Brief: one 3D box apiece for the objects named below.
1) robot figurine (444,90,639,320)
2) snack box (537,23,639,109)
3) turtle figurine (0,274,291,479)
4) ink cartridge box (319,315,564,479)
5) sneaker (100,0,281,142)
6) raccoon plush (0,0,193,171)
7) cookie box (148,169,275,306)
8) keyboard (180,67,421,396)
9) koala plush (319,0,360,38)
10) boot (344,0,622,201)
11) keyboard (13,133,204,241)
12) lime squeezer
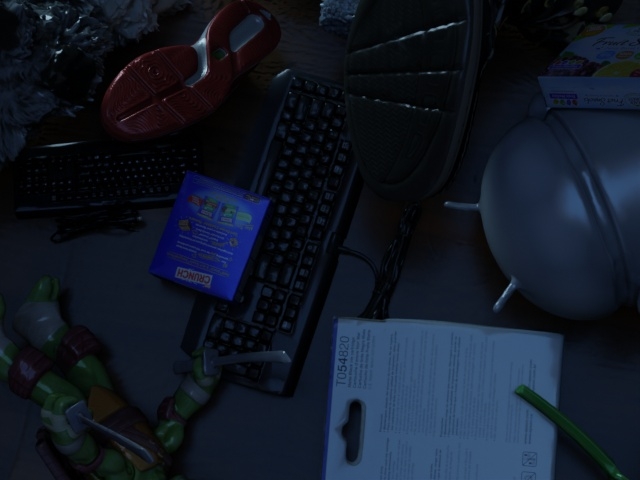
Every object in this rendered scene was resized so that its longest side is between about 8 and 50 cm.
[{"bbox_3d":[0.299,-0.051,1.523,0.353,0.200,0.300,-22,47,-2],"label":"robot figurine"},{"bbox_3d":[0.280,-0.156,1.466,0.141,0.037,0.100,6,36,40],"label":"snack box"},{"bbox_3d":[-0.186,0.121,1.512,0.266,0.275,0.198,39,60,16],"label":"turtle figurine"},{"bbox_3d":[0.113,0.188,1.560,0.224,0.045,0.223,5,82,0],"label":"ink cartridge box"},{"bbox_3d":[-0.133,-0.134,1.585,0.221,0.128,0.087,-35,80,-34],"label":"sneaker"},{"bbox_3d":[-0.335,-0.175,1.628,0.446,0.299,0.216,-34,95,28],"label":"raccoon plush"},{"bbox_3d":[-0.105,-0.002,1.595,0.092,0.040,0.107,20,82,11],"label":"cookie box"},{"bbox_3d":[0.000,0.000,1.615,0.201,0.033,0.317,17,82,6],"label":"keyboard"},{"bbox_3d":[-0.004,-0.314,1.593,0.221,0.196,0.203,6,120,28],"label":"koala plush"},{"bbox_3d":[0.162,-0.213,1.518,0.138,0.284,0.377,0,86,40],"label":"boot"},{"bbox_3d":[-0.211,-0.055,1.632,0.192,0.038,0.100,-6,80,3],"label":"keyboard"},{"bbox_3d":[0.276,0.268,1.533,0.110,0.059,0.310,-17,92,10],"label":"lime squeezer"}]
